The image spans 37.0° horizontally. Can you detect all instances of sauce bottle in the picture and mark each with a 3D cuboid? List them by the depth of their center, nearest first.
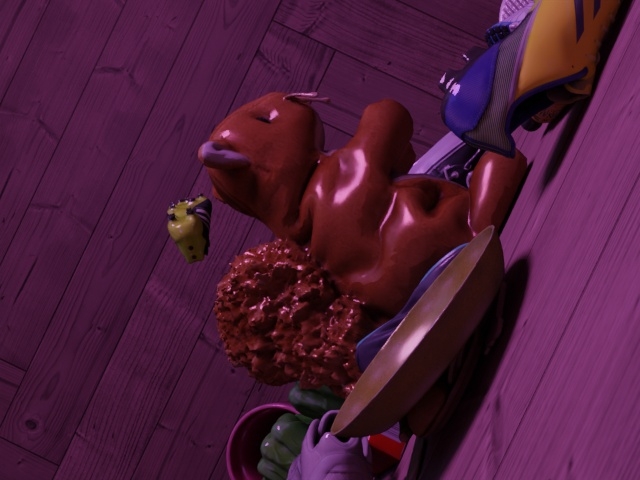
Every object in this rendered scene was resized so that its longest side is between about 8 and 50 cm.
[{"bbox_3d":[0.252,-0.154,1.064,0.128,0.042,0.042,97,-161,-77],"label":"sauce bottle"}]

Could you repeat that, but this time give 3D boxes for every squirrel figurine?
[{"bbox_3d":[0.000,0.000,1.213,0.281,0.371,0.396,100,-165,-83],"label":"squirrel figurine"}]

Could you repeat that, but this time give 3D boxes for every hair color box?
[{"bbox_3d":[0.070,0.224,1.102,0.072,0.043,0.141,-63,-1,-22],"label":"hair color box"}]

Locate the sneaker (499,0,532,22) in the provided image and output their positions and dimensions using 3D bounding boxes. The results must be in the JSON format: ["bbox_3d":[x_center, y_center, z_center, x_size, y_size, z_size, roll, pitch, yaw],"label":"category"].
[{"bbox_3d":[0.376,-0.404,1.576,0.282,0.102,0.161,-69,-20,-11],"label":"sneaker"}]

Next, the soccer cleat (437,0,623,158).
[{"bbox_3d":[0.245,-0.195,0.966,0.289,0.121,0.093,-45,-26,-10],"label":"soccer cleat"}]

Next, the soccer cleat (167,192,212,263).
[{"bbox_3d":[-0.174,-0.017,1.288,0.179,0.060,0.072,-99,-7,-76],"label":"soccer cleat"}]

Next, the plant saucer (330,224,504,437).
[{"bbox_3d":[0.096,0.091,0.873,0.241,0.037,0.241,-52,-2,-3],"label":"plant saucer"}]

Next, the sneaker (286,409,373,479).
[{"bbox_3d":[0.017,0.240,1.032,0.262,0.099,0.121,158,116,-82],"label":"sneaker"}]

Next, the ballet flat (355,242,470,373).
[{"bbox_3d":[0.118,0.091,1.038,0.203,0.074,0.074,-46,6,24],"label":"ballet flat"}]

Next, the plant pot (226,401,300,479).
[{"bbox_3d":[-0.060,0.413,1.870,0.201,0.201,0.180,-65,-18,3],"label":"plant pot"}]

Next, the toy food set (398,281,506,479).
[{"bbox_3d":[0.112,0.125,0.888,0.132,0.039,0.192,-60,-5,-64],"label":"toy food set"}]

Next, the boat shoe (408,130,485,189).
[{"bbox_3d":[0.210,-0.103,1.554,0.306,0.105,0.113,-40,-8,13],"label":"boat shoe"}]

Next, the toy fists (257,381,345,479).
[{"bbox_3d":[0.003,0.277,1.440,0.279,0.142,0.096,-65,-2,18],"label":"toy fists"}]

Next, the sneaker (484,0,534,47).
[{"bbox_3d":[0.326,-0.329,1.435,0.083,0.071,0.191,-50,17,-26],"label":"sneaker"}]
